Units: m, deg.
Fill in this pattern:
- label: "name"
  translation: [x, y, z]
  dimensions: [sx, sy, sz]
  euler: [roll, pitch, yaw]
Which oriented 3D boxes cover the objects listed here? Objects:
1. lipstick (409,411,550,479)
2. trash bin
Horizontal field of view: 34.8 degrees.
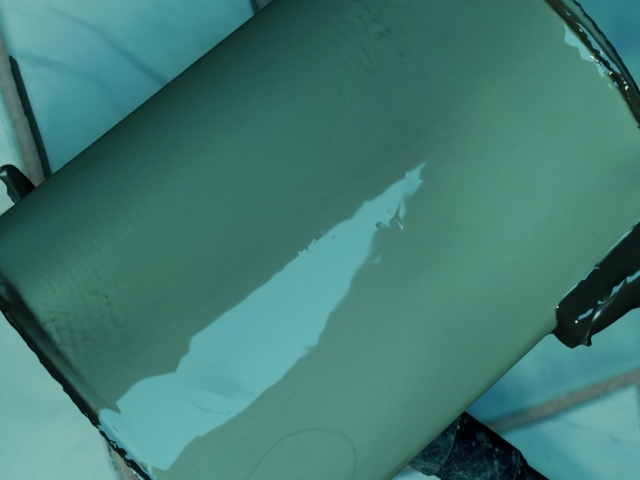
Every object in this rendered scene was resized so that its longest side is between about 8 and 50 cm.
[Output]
- label: "lipstick"
  translation: [0.108, 0.149, 0.637]
  dimensions: [0.234, 0.053, 0.053]
  euler: [38, 83, -19]
- label: "trash bin"
  translation: [0.000, 0.000, 0.504]
  dimensions: [0.262, 0.217, 0.277]
  euler: [-42, 66, -10]
